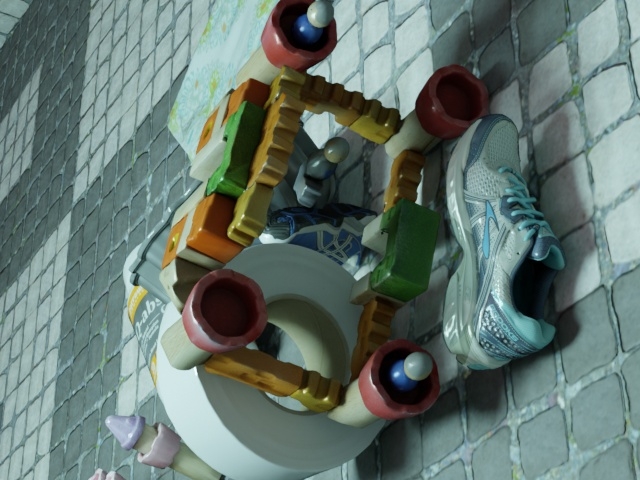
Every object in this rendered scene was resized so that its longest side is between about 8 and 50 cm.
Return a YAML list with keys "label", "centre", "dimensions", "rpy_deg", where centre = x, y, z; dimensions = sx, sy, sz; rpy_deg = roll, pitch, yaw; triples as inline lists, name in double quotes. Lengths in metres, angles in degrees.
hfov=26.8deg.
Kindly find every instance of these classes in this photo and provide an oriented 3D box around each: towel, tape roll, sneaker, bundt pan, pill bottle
- label: "towel"
  centre: [-0.135, -0.293, 2.252]
  dimensions: [0.374, 0.090, 0.320]
  rpy_deg: [-64, 29, 16]
- label: "tape roll"
  centre: [-0.053, 0.149, 1.626]
  dimensions: [0.100, 0.286, 0.286]
  rpy_deg: [-32, 48, 52]
- label: "sneaker"
  centre: [0.211, -0.004, 1.444]
  dimensions: [0.122, 0.110, 0.283]
  rpy_deg: [-14, 69, 46]
- label: "sneaker"
  centre: [0.000, 0.000, 1.730]
  dimensions: [0.080, 0.211, 0.081]
  rpy_deg: [19, 104, 38]
- label: "bundt pan"
  centre: [-0.103, -0.014, 1.854]
  dimensions: [0.331, 0.124, 0.331]
  rpy_deg: [-44, -8, -8]
- label: "pill bottle"
  centre: [-0.201, 0.123, 2.025]
  dimensions: [0.162, 0.162, 0.278]
  rpy_deg: [-60, 38, 25]

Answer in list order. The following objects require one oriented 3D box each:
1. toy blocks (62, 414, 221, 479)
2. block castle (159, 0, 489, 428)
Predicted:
- label: "toy blocks"
  centre: [-0.341, 0.425, 1.965]
  dimensions: [0.288, 0.260, 0.309]
  rpy_deg: [-40, 26, 46]
- label: "block castle"
  centre: [0.014, -0.038, 1.534]
  dimensions: [0.213, 0.303, 0.453]
  rpy_deg: [-39, 32, 57]
